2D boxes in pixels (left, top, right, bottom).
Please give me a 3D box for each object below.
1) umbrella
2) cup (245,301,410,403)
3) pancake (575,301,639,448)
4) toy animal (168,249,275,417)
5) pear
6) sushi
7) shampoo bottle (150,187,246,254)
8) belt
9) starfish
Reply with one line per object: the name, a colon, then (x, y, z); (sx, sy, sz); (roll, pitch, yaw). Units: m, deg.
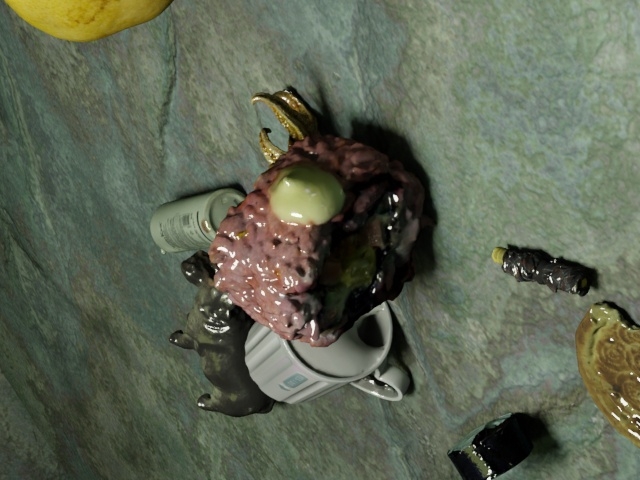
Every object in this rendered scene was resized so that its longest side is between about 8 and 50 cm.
umbrella: (0.254, 0.035, 1.696); (0.144, 0.040, 0.037); (20, 140, 50)
cup: (0.003, 0.163, 2.070); (0.221, 0.167, 0.202); (59, 153, 6)
pancake: (0.375, 0.163, 1.634); (0.235, 0.029, 0.212); (-6, 111, 60)
toy animal: (-0.159, 0.139, 2.334); (0.168, 0.106, 0.343); (14, 128, 28)
pear: (-0.306, -0.419, 1.905); (0.314, 0.314, 0.314); (37, 143, 35)
sushi: (0.000, 0.000, 1.826); (0.171, 0.270, 0.236); (27, 149, 39)
shampoo bottle: (-0.200, -0.027, 2.292); (0.262, 0.085, 0.085); (-9, 108, 60)
belt: (0.219, 0.270, 1.870); (0.058, 0.105, 0.140); (60, -165, 1)
starfish: (-0.041, -0.131, 1.932); (0.074, 0.146, 0.190); (1, 133, 19)
